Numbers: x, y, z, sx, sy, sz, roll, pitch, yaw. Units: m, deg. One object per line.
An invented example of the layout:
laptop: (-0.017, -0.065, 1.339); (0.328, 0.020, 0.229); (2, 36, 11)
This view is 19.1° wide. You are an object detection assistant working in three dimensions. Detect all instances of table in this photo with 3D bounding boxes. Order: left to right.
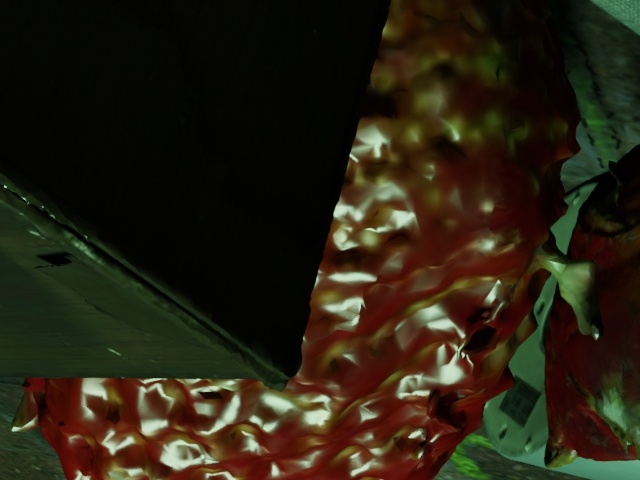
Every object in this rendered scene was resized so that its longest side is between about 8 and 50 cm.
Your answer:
table: (-0.122, -0.115, 0.657); (0.250, 0.282, 0.196); (-2, 153, 39)

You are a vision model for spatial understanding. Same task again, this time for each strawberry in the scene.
strawberry: (0.002, 0.002, 0.857); (0.292, 0.292, 0.343); (25, 159, -22)

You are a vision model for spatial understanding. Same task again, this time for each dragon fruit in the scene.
dragon fruit: (0.141, 0.018, 0.870); (0.127, 0.161, 0.120); (-10, -179, -43)

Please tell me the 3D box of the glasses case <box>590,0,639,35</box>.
glasses case: (0.230, -0.088, 0.760); (0.323, 0.074, 0.131); (28, 156, -28)

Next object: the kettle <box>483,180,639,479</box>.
kettle: (0.225, 0.078, 1.093); (0.243, 0.160, 0.210); (21, -177, -18)
